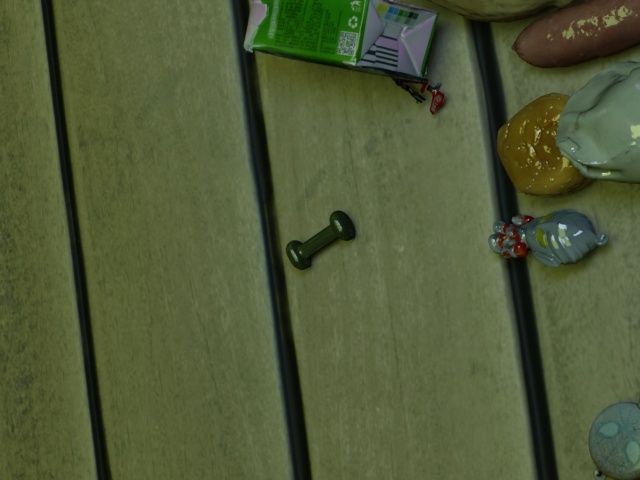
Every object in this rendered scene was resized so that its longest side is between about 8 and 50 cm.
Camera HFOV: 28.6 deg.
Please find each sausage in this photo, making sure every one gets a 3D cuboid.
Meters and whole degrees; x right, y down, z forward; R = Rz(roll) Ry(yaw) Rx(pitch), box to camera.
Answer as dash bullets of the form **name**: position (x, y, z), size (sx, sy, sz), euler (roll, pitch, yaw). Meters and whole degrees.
- **sausage**: position (0.444, -0.310, 1.661), size (0.433, 0.088, 0.088), euler (-17, 80, 34)

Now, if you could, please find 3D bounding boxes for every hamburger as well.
- **hamburger**: position (0.322, -0.129, 1.742), size (0.147, 0.083, 0.138), euler (-35, 75, 32)

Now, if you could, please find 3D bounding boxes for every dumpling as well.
- **dumpling**: position (0.430, -0.165, 1.636), size (0.258, 0.147, 0.193), euler (-15, 59, 5)

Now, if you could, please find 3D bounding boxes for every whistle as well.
- **whistle**: position (0.437, 0.238, 1.678), size (0.220, 0.057, 0.107), euler (-56, 48, 15)

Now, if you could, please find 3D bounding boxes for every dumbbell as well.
- **dumbbell**: position (0.000, 0.000, 1.979), size (0.118, 0.046, 0.052), euler (-33, 77, 29)

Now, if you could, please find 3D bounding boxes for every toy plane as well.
- **toy plane**: position (0.137, -0.250, 1.895), size (0.145, 0.037, 0.060), euler (44, 117, 28)

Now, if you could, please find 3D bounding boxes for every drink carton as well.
- **drink carton**: position (0.027, -0.309, 1.861), size (0.271, 0.161, 0.108), euler (17, 98, 48)

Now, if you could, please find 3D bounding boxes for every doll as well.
- **doll**: position (0.316, -0.003, 1.755), size (0.180, 0.079, 0.094), euler (2, 58, 39)

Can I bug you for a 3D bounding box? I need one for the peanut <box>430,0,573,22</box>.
- **peanut**: position (0.218, -0.401, 1.777), size (0.340, 0.158, 0.174), euler (33, 78, 25)
